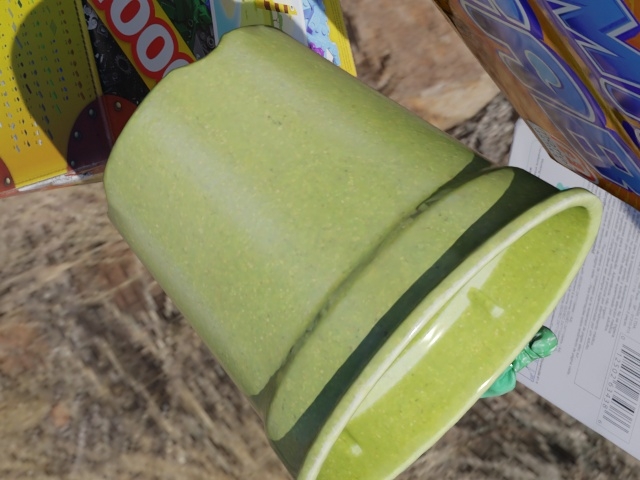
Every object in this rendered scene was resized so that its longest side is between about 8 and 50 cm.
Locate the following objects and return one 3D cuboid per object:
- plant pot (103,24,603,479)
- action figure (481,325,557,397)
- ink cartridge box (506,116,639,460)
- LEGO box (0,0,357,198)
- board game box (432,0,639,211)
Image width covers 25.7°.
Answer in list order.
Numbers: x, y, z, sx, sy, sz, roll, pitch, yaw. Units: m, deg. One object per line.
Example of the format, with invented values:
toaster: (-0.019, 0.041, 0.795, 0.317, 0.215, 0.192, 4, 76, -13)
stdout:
plant pot: (0.000, 0.000, 0.938, 0.254, 0.276, 0.276, 42, 119, 20)
action figure: (0.076, 0.078, 1.108, 0.232, 0.063, 0.137, 2, 108, 31)
ink cartridge box: (0.345, 0.067, 1.315, 0.395, 0.151, 0.270, 34, 125, 43)
LEGO box: (-0.182, -0.310, 1.328, 0.193, 0.372, 0.500, -13, 91, 37)
board game box: (0.283, -0.215, 0.835, 0.356, 0.356, 0.356, -47, 39, -2)
